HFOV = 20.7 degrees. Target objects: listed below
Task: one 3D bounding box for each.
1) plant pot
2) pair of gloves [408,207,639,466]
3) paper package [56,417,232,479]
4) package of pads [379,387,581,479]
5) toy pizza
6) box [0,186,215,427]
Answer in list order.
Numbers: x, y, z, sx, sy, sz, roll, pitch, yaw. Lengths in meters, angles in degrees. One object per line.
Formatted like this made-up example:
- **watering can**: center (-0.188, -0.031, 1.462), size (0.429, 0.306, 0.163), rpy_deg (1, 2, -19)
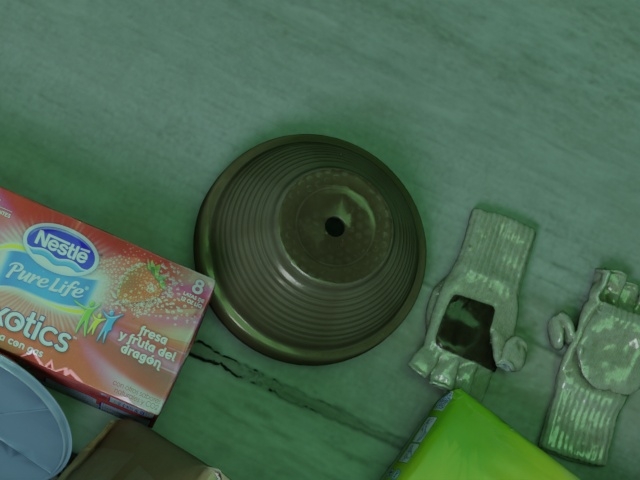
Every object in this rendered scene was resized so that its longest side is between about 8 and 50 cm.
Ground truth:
- **plant pot**: center (0.000, 0.000, 1.723), size (0.237, 0.110, 0.237), rpy_deg (3, 77, -14)
- **pair of gloves**: center (0.226, 0.098, 1.787), size (0.240, 0.042, 0.204), rpy_deg (27, 77, -3)
- **paper package**: center (-0.087, 0.325, 1.527), size (0.309, 0.325, 0.168), rpy_deg (45, 78, -14)
- **package of pads**: center (0.176, 0.322, 1.707), size (0.296, 0.101, 0.229), rpy_deg (37, 75, 0)
- **toy pizza**: center (-0.322, 0.154, 1.630), size (0.201, 0.201, 0.032), rpy_deg (26, 45, -3)
- **box**: center (-0.266, 0.055, 1.665), size (0.300, 0.154, 0.142), rpy_deg (23, 76, -2)
